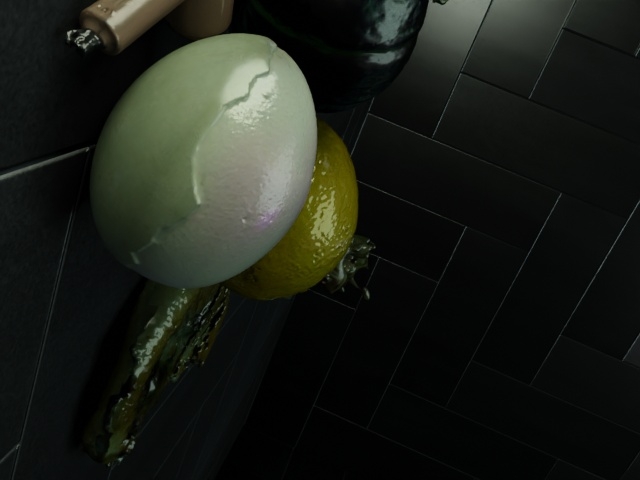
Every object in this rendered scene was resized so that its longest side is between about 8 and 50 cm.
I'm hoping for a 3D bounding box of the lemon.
[{"bbox_3d":[-0.064,-0.046,0.839,0.236,0.236,0.263,-65,153,-25],"label":"lemon"}]

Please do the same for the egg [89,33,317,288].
[{"bbox_3d":[-0.093,-0.073,0.556,0.217,0.183,0.183,-55,-178,30],"label":"egg"}]

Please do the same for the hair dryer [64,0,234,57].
[{"bbox_3d":[-0.127,-0.185,0.493,0.182,0.064,0.117,-54,171,-36],"label":"hair dryer"}]

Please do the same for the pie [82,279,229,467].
[{"bbox_3d":[-0.222,0.144,0.950,0.371,0.078,0.297,-58,169,-60],"label":"pie"}]

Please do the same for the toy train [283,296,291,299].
[{"bbox_3d":[-0.083,0.001,1.635,0.159,0.129,0.326,-72,-178,-61],"label":"toy train"}]

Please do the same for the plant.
[{"bbox_3d":[-0.021,0.028,1.785,0.180,0.333,0.251,-66,152,-5],"label":"plant"}]

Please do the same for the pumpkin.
[{"bbox_3d":[0.029,-0.250,0.638,0.248,0.248,0.248,23,90,-86],"label":"pumpkin"}]
